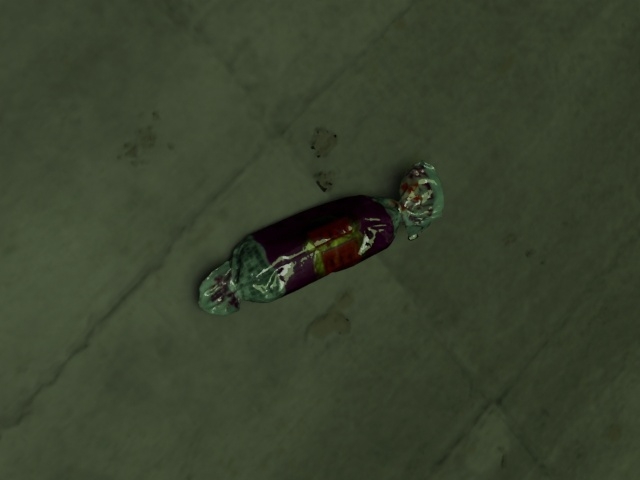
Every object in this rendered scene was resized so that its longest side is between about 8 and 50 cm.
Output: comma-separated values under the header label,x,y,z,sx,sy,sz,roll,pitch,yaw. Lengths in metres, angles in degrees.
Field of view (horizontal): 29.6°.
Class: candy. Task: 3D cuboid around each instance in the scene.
label,x,y,z,sx,sy,sz,roll,pitch,yaw
candy,0.000,0.000,0.752,0.175,0.043,0.045,-24,105,-20
